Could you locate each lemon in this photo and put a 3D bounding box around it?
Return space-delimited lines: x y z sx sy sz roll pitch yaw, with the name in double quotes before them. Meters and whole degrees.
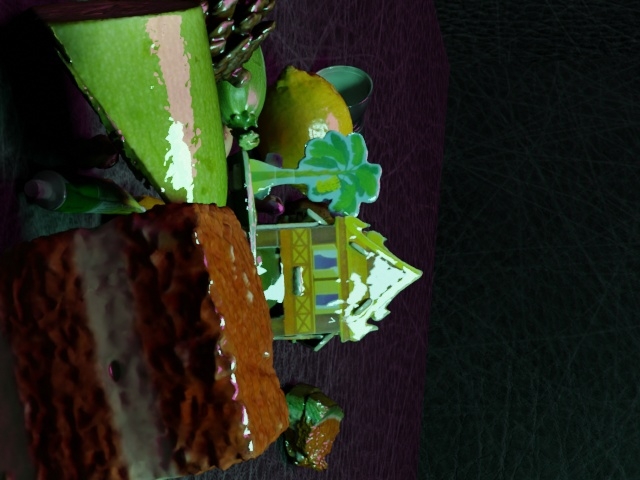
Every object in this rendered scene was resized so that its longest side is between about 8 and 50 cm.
"lemon" -0.032 -0.205 2.223 0.188 0.188 0.257 -61 147 -61

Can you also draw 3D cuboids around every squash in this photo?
"squash" -0.222 -0.127 1.439 0.233 0.210 0.309 -141 -133 -64
"squash" -0.145 -0.305 1.837 0.101 0.101 0.379 57 16 -61

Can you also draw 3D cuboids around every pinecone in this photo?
"pinecone" -0.185 -0.324 1.650 0.273 0.224 0.224 55 27 -17

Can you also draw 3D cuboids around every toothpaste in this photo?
"toothpaste" -0.299 -0.061 1.509 0.047 0.078 0.248 -54 165 10

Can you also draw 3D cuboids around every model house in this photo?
"model house" 0.000 0.000 2.013 0.242 0.312 0.358 174 -88 -76

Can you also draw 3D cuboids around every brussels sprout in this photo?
"brussels sprout" -0.291 -0.113 1.550 0.046 0.051 0.083 54 19 -1

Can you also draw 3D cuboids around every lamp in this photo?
"lamp" 0.046 -0.258 2.640 0.227 0.147 0.172 84 -9 -47

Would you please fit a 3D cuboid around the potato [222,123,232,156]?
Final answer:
"potato" -0.185 -0.165 1.840 0.112 0.112 0.147 71 16 -46

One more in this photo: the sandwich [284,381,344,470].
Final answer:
"sandwich" -0.029 0.368 2.358 0.185 0.109 0.160 29 81 -74

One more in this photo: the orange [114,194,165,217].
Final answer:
"orange" -0.229 0.019 1.668 0.170 0.112 0.160 84 11 -62

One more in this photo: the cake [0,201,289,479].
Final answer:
"cake" -0.218 0.120 1.262 0.270 0.319 0.270 4 72 -81

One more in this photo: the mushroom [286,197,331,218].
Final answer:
"mushroom" 0.008 0.011 2.430 0.231 0.138 0.194 62 30 -58
